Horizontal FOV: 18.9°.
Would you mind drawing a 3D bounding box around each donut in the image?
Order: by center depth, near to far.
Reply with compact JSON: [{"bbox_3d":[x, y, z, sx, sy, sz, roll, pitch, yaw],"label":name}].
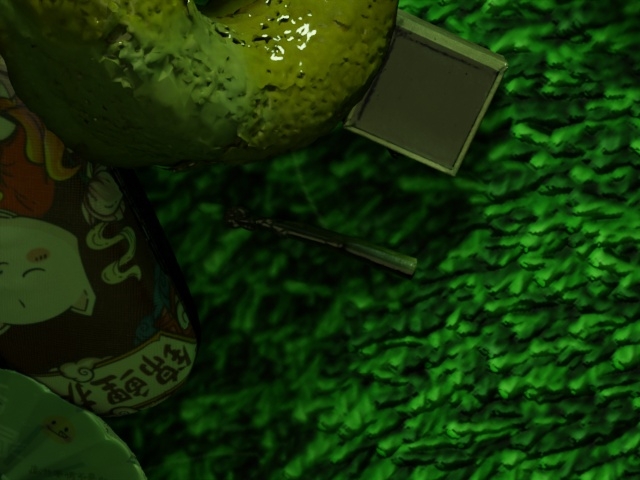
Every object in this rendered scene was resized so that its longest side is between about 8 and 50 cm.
[{"bbox_3d":[-0.054,-0.164,1.066,0.272,0.107,0.272,-13,110,-38],"label":"donut"}]

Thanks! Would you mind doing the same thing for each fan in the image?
[{"bbox_3d":[-0.217,0.124,1.229,0.240,0.009,0.131,15,129,5],"label":"fan"}]

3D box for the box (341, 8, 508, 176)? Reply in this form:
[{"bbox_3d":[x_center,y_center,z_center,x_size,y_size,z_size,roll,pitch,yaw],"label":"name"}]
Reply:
[{"bbox_3d":[0.062,-0.090,1.182,0.079,0.035,0.083,23,104,-6],"label":"box"}]

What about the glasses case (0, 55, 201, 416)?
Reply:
[{"bbox_3d":[-0.176,-0.027,1.151,0.122,0.082,0.321,-15,119,18],"label":"glasses case"}]

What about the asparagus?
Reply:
[{"bbox_3d":[0.000,0.000,1.217,0.127,0.015,0.018,17,103,-4],"label":"asparagus"}]
